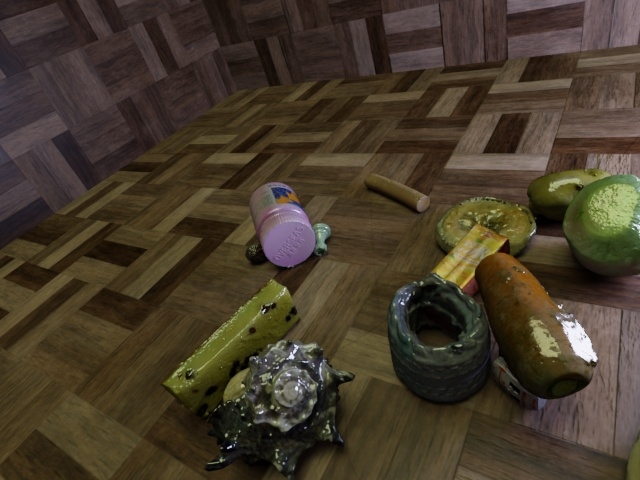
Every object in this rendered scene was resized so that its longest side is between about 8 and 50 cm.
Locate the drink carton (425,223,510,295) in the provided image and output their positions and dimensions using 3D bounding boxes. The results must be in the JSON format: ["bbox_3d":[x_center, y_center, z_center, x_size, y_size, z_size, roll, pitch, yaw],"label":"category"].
[{"bbox_3d":[0.360,0.069,1.018,0.223,0.071,0.096,-44,46,-13],"label":"drink carton"}]

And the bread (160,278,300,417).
[{"bbox_3d":[-0.202,0.262,1.013,0.077,0.138,0.361,19,51,39],"label":"bread"}]

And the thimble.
[{"bbox_3d":[0.244,0.197,0.863,0.205,0.172,0.236,-9,35,9],"label":"thimble"}]

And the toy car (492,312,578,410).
[{"bbox_3d":[0.440,0.228,0.797,0.209,0.089,0.108,-31,36,-13],"label":"toy car"}]

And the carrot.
[{"bbox_3d":[0.373,0.143,0.759,0.138,0.139,0.302,-16,30,5],"label":"carrot"}]

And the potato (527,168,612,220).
[{"bbox_3d":[0.665,-0.124,1.101,0.200,0.154,0.137,-9,53,16],"label":"potato"}]

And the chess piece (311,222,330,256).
[{"bbox_3d":[0.000,0.000,1.334,0.067,0.067,0.103,-12,44,11],"label":"chess piece"}]

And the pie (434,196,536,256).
[{"bbox_3d":[0.463,-0.038,1.168,0.274,0.055,0.274,-13,37,10],"label":"pie"}]

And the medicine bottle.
[{"bbox_3d":[-0.132,-0.061,1.372,0.178,0.178,0.291,-23,35,-4],"label":"medicine bottle"}]

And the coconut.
[{"bbox_3d":[0.671,-0.027,0.935,0.204,0.236,0.236,-37,28,26],"label":"coconut"}]

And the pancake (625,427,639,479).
[{"bbox_3d":[0.621,0.366,0.551,0.356,0.065,0.356,-15,38,12],"label":"pancake"}]

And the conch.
[{"bbox_3d":[-0.085,0.321,0.800,0.313,0.241,0.186,-35,23,1],"label":"conch"}]

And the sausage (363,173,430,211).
[{"bbox_3d":[0.259,-0.175,1.443,0.066,0.066,0.301,-32,39,-17],"label":"sausage"}]

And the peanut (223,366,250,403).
[{"bbox_3d":[-0.130,0.318,0.947,0.206,0.087,0.087,-30,37,-14],"label":"peanut"}]

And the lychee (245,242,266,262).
[{"bbox_3d":[-0.212,0.042,1.369,0.083,0.067,0.068,-16,12,38],"label":"lychee"}]
